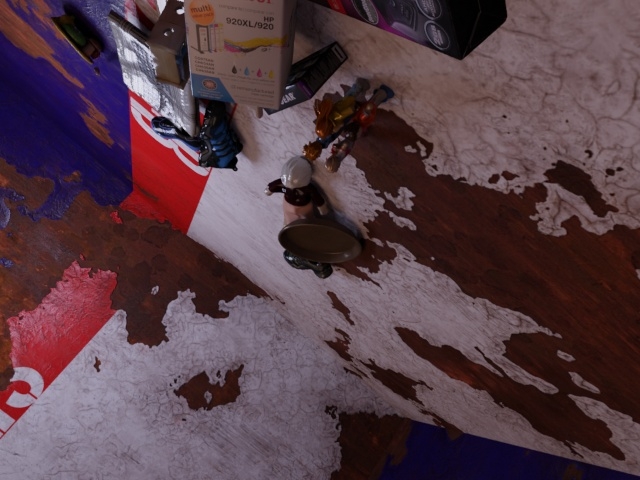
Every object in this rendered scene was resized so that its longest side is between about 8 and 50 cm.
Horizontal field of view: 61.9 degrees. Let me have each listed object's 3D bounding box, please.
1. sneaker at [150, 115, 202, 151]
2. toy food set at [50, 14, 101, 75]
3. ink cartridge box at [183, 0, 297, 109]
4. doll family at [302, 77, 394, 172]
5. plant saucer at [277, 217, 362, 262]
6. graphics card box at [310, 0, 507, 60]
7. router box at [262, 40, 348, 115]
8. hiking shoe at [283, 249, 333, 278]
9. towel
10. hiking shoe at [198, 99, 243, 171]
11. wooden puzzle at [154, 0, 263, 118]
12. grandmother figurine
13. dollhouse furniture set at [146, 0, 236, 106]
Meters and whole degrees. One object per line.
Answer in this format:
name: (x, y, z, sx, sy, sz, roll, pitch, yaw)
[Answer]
sneaker: (-0.493, -0.389, 1.835, 0.232, 0.081, 0.090, 25, 154, 16)
toy food set: (-0.783, -0.661, 1.769, 0.218, 0.071, 0.128, 52, 180, -27)
ink cartridge box: (-0.136, -0.389, 0.955, 0.171, 0.168, 0.233, 9, 139, 0)
doll family: (0.034, -0.242, 1.136, 0.118, 0.163, 0.263, 38, 160, 0)
plant saucer: (0.000, 0.000, 1.739, 0.277, 0.041, 0.278, 8, 155, 4)
graphics card box: (0.063, -0.402, 0.701, 0.371, 0.094, 0.233, 41, 170, 40)
router box: (-0.041, -0.333, 1.113, 0.046, 0.133, 0.179, 48, 158, -24)
hiking shoe: (-0.052, 0.060, 2.058, 0.226, 0.086, 0.114, 19, 139, 29)
towel: (-0.478, -0.462, 1.553, 0.312, 0.056, 0.324, 37, 157, 4)
hiking shoe: (-0.300, -0.325, 1.649, 0.132, 0.113, 0.304, 10, 155, -11)
wooden puzzle: (-0.251, -0.485, 1.235, 0.348, 0.080, 0.322, 39, 160, 12)
grandmother figurine: (-0.073, -0.138, 1.644, 0.207, 0.104, 0.342, 8, 153, 1)
dollhouse furniture set: (-0.252, -0.403, 1.149, 0.183, 0.129, 0.129, 17, 158, -1)
